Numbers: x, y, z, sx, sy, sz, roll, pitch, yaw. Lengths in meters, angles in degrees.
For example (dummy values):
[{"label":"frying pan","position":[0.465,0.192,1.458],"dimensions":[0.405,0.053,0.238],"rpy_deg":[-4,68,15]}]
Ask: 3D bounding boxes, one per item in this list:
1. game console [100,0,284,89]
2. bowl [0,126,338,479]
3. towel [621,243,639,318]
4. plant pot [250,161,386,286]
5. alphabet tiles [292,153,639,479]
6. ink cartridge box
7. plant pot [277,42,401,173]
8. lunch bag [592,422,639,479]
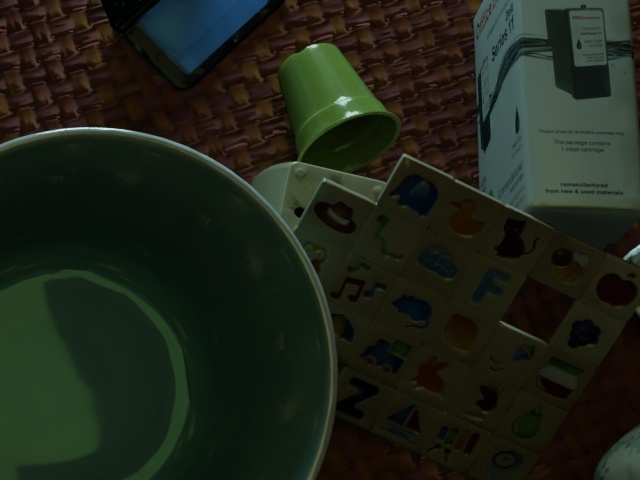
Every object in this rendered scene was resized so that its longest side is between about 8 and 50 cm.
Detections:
[{"label":"game console","position":[-0.097,-0.195,1.466],"dimensions":[0.071,0.107,0.122],"rpy_deg":[32,67,32]},{"label":"bowl","position":[-0.160,0.093,1.299],"dimensions":[0.311,0.163,0.312],"rpy_deg":[3,80,-17]},{"label":"towel","position":[0.369,0.081,1.477],"dimensions":[0.209,0.034,0.285],"rpy_deg":[-35,83,-20]},{"label":"plant pot","position":[0.000,0.000,1.405],"dimensions":[0.109,0.096,0.109],"rpy_deg":[13,72,-5]},{"label":"alphabet tiles","position":[0.080,0.055,1.361],"dimensions":[0.237,0.009,0.198],"rpy_deg":[25,112,-11]},{"label":"ink cartridge box","position":[0.169,-0.096,1.435],"dimensions":[0.086,0.153,0.208],"rpy_deg":[2,72,-8]},{"label":"plant pot","position":[0.006,-0.100,1.454],"dimensions":[0.083,0.083,0.079],"rpy_deg":[-18,64,-14]},{"label":"lunch bag","position":[0.365,0.221,1.269],"dimensions":[0.212,0.256,0.305],"rpy_deg":[-23,91,-39]}]
